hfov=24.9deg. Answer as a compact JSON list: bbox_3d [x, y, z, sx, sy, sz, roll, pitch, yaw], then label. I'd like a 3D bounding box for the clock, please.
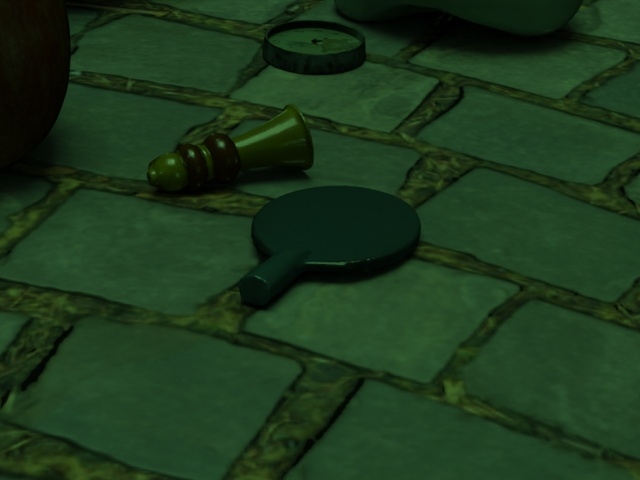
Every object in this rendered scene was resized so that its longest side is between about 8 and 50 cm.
[{"bbox_3d":[-0.005,-0.156,1.164,0.085,0.017,0.085,2,28,-1],"label":"clock"}]

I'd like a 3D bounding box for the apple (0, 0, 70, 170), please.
[{"bbox_3d":[-0.255,-0.134,0.936,0.188,0.173,0.188,-1,27,0],"label":"apple"}]

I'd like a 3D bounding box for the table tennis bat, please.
[{"bbox_3d":[0.000,0.000,0.867,0.100,0.019,0.155,16,29,23],"label":"table tennis bat"}]

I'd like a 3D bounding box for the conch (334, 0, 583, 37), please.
[{"bbox_3d":[0.120,-0.236,1.246,0.221,0.121,0.185,8,-2,20],"label":"conch"}]

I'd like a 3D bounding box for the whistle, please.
[{"bbox_3d":[-0.065,-0.061,0.954,0.109,0.046,0.057,-14,46,-17],"label":"whistle"}]
